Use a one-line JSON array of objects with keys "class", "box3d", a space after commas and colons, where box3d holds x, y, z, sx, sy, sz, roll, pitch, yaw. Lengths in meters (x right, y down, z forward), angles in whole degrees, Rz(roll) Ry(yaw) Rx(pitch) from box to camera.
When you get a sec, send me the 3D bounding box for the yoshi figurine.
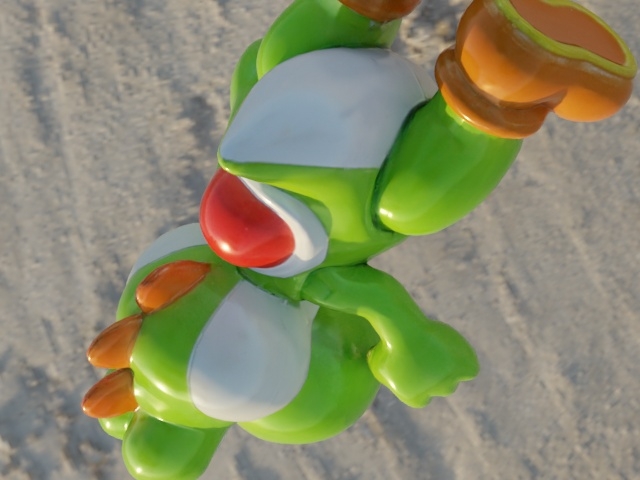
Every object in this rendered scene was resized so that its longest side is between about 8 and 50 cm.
[{"class": "yoshi figurine", "box3d": [0.012, -0.008, 0.785, 0.203, 0.203, 0.362, 28, 119, -16]}]
